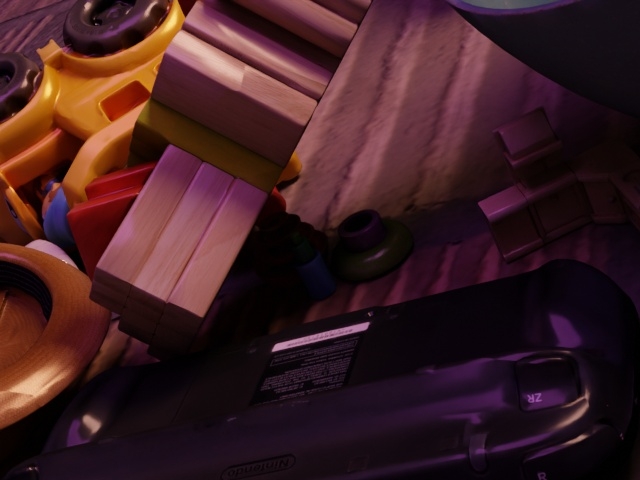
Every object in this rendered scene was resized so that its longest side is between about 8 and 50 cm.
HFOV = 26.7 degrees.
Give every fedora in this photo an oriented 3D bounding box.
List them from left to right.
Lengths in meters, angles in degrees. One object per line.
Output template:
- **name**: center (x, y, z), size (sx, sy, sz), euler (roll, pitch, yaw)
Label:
- **fedora**: center (-0.210, 0.076, 0.776), size (0.194, 0.079, 0.194), euler (0, 32, 0)

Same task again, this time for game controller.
- **game controller**: center (-0.006, 0.089, 0.646), size (0.319, 0.067, 0.166), euler (-14, 16, 21)

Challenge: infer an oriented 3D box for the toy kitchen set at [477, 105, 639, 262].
- **toy kitchen set**: center (0.128, -0.024, 0.695), size (0.083, 0.068, 0.075), euler (-26, 28, 2)

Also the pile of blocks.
- **pile of blocks**: center (-0.046, -0.111, 0.759), size (0.362, 0.113, 0.149), euler (-62, 2, -1)

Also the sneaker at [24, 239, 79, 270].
- **sneaker**: center (-0.219, 0.043, 0.885), size (0.152, 0.058, 0.084), euler (1, 33, 48)

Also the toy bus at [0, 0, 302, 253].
- **toy bus**: center (-0.123, -0.050, 0.901), size (0.220, 0.149, 0.211), euler (-33, 44, -7)

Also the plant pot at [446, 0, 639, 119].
- **plant pot**: center (0.224, -0.162, 0.677), size (0.290, 0.195, 0.290), euler (-34, 32, 25)

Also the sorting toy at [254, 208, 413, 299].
- **sorting toy**: center (0.000, 0.000, 0.791), size (0.102, 0.042, 0.061), euler (-11, 32, 26)
